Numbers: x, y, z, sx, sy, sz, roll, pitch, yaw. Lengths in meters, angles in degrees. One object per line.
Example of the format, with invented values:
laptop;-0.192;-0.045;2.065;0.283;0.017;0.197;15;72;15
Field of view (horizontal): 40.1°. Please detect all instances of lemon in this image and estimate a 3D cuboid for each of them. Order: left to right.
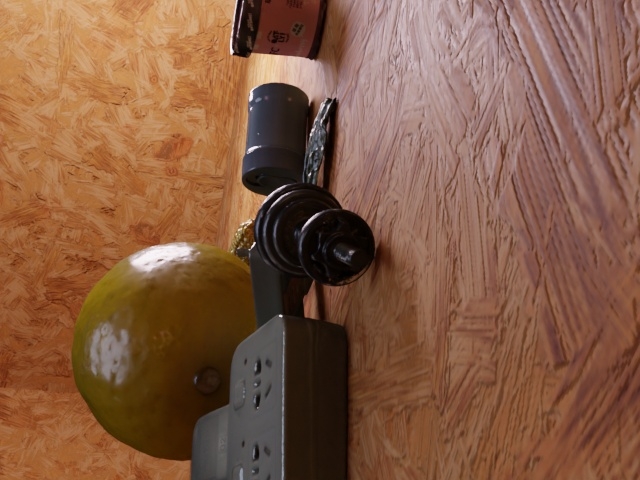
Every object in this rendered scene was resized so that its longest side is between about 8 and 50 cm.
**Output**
lemon;-0.202;0.165;1.302;0.348;0.348;0.347;-174;90;-80

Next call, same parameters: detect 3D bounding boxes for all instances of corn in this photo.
corn;-0.139;0.077;1.643;0.106;0.106;0.293;-96;20;-50

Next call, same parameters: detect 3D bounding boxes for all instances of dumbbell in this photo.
dumbbell;0.000;0.000;0.918;0.254;0.110;0.110;-153;70;-73

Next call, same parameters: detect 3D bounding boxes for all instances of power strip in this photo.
power strip;-0.050;0.071;1.133;0.145;0.061;0.215;-62;-26;-56
power strip;-0.042;0.233;1.013;0.261;0.141;0.229;-41;42;54

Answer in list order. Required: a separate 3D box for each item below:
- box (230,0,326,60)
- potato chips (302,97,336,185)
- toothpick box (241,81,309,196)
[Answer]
box;-0.065;-0.357;1.387;0.151;0.135;0.151;-172;90;-76
potato chips;-0.006;-0.092;1.199;0.092;0.028;0.207;170;108;-81
toothpick box;-0.069;-0.157;1.377;0.101;0.101;0.153;117;159;-63
